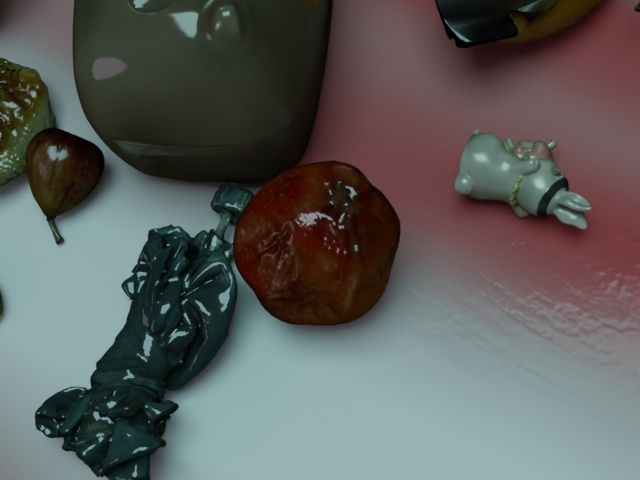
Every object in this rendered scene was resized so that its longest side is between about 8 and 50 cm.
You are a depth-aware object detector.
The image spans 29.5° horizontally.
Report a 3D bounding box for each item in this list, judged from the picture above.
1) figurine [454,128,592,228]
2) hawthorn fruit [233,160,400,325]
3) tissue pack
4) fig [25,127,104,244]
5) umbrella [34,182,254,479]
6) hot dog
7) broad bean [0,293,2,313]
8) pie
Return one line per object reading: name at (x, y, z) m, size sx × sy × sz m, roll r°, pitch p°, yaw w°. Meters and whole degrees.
figurine at (0.224, -0.075, 1.291) m, size 0.146 × 0.081 × 0.098 m, roll 15°, pitch 70°, yaw 14°
hawthorn fruit at (-0.001, 0.008, 1.239) m, size 0.179 × 0.173 × 0.173 m, roll -3°, pitch 58°, yaw 54°
tissue pack at (-0.123, -0.275, 1.324) m, size 0.267 × 0.277 × 0.387 m, roll 2°, pitch 67°, yaw 12°
fig at (-0.298, -0.061, 1.370) m, size 0.088 × 0.089 × 0.125 m, roll 17°, pitch 89°, yaw 15°
umbrella at (-0.165, 0.083, 1.277) m, size 0.143 × 0.094 × 0.349 m, roll 25°, pitch 70°, yaw 9°
hot dog at (0.266, -0.306, 1.374) m, size 0.326 × 0.107 × 0.194 m, roll -16°, pitch 75°, yaw -9°
broad bean at (-0.453, 0.046, 1.358) m, size 0.213 × 0.048 × 0.070 m, roll 11°, pitch 69°, yaw 10°
pie at (-0.398, -0.130, 1.411) m, size 0.163 × 0.079 × 0.193 m, roll 30°, pitch 73°, yaw 13°
